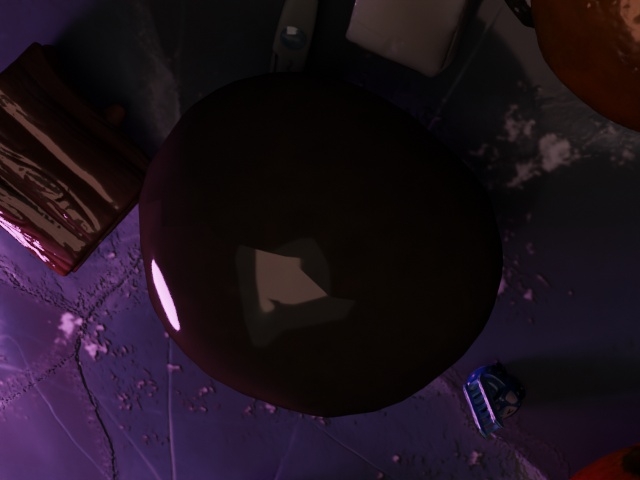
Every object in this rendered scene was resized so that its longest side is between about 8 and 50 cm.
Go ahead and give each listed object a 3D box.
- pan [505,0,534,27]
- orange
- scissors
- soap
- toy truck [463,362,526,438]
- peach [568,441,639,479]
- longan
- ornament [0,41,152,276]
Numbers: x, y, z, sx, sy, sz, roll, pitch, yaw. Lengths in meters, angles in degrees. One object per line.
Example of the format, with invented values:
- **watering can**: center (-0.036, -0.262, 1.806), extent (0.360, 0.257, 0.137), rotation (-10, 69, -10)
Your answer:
- **pan**: center (0.211, -0.284, 1.395), extent (0.201, 0.048, 0.128), rotation (12, 116, 13)
- **orange**: center (0.341, -0.239, 1.255), extent (0.283, 0.226, 0.284), rotation (0, 90, -6)
- **scissors**: center (-0.026, -0.245, 1.502), extent (0.138, 0.041, 0.289), rotation (11, 124, -6)
- **soap**: center (0.106, -0.272, 1.407), extent (0.121, 0.064, 0.183), rotation (25, 135, 8)
- **toy truck**: center (0.206, 0.197, 1.608), extent (0.056, 0.090, 0.073), rotation (-38, 99, 31)
- **peach**: center (0.414, 0.410, 1.521), extent (0.372, 0.290, 0.373), rotation (7, 110, 21)
- **longan**: center (0.000, 0.000, 1.426), extent (0.404, 0.404, 0.336), rotation (34, 139, 1)
- **ornament**: center (-0.334, -0.084, 1.609), extent (0.217, 0.235, 0.221), rotation (42, 146, -7)
